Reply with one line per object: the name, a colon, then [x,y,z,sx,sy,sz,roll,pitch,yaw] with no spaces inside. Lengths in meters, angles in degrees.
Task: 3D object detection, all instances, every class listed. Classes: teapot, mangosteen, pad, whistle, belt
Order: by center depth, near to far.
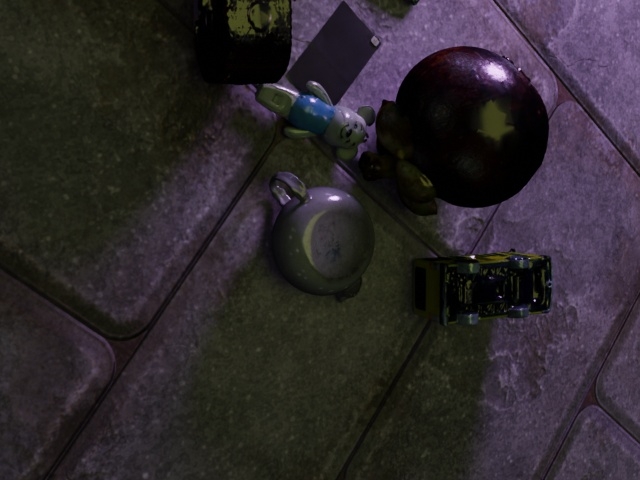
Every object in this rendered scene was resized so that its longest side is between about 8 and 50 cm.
belt: [-0.117,-0.398,1.425,0.164,0.184,0.289,-6,99,-22]
teapot: [0.000,0.000,1.569,0.193,0.129,0.294,-41,111,-22]
whistle: [-0.008,-0.222,1.574,0.235,0.077,0.114,20,108,-29]
mangosteen: [0.260,-0.193,1.615,0.330,0.330,0.330,-3,95,-32]
pad: [0.027,-0.335,1.628,0.116,0.004,0.193,44,73,-26]

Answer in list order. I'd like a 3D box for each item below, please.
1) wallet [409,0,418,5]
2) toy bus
wallet: [0.188,-0.588,1.679,0.160,0.055,0.236,37,81,-31]
toy bus: [0.323,0.089,1.759,0.262,0.150,0.128,-3,97,-26]
